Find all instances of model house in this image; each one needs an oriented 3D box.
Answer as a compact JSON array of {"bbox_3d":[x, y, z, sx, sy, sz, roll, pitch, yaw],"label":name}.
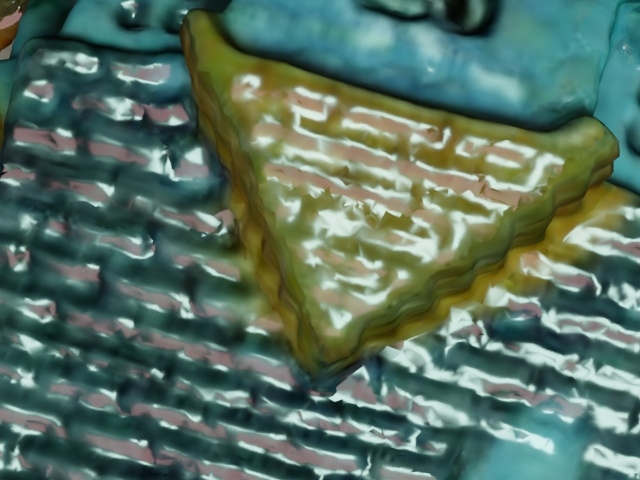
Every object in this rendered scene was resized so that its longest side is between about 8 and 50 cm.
[{"bbox_3d":[0.000,0.000,0.514,0.261,0.241,0.226,14,147,4],"label":"model house"}]

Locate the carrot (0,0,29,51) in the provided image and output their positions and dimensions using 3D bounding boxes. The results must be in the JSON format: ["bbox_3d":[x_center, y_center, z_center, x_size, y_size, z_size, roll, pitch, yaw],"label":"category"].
[{"bbox_3d":[-0.208,-0.059,0.689,0.256,0.061,0.061,-16,134,26],"label":"carrot"}]
